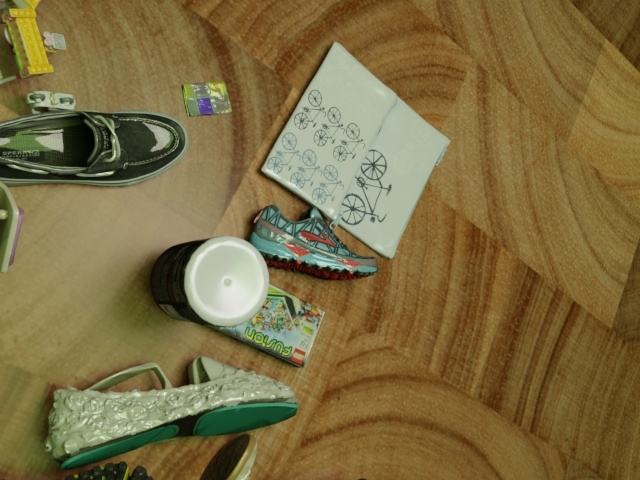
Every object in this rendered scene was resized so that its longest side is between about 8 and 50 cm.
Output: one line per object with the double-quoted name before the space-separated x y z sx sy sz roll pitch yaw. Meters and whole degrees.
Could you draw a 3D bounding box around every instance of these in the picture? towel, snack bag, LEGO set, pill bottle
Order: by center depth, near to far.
"LEGO set" -0.456 -0.335 1.044 0.132 0.107 0.287 12 72 -63
"pill bottle" -0.185 0.063 1.052 0.130 0.245 0.130 2 86 -29
"towel" -0.200 -0.251 1.208 0.083 0.009 0.060 -11 92 -30
"snack bag" 0.085 -0.168 1.345 0.342 0.037 0.323 36 69 -22

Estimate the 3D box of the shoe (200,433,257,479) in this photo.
"shoe" -0.167 0.424 1.132 0.058 0.076 0.219 41 75 -29

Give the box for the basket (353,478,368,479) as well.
"basket" -0.030 0.506 1.158 0.226 0.154 0.204 12 73 -24

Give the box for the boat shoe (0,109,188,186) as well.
"boat shoe" -0.353 -0.140 1.049 0.335 0.119 0.121 -14 92 -29

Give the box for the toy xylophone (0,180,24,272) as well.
"toy xylophone" -0.563 -0.062 0.893 0.322 0.081 0.236 1 127 -23

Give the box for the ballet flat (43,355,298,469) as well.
"ballet flat" -0.225 0.250 1.085 0.408 0.147 0.147 -4 88 -29

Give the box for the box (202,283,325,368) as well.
"box" -0.101 0.137 1.212 0.207 0.036 0.114 28 73 -24

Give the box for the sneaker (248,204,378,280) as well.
"sneaker" 0.000 0.000 1.244 0.261 0.104 0.125 15 76 -28

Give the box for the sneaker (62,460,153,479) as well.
"sneaker" -0.405 0.427 0.962 0.343 0.134 0.146 -4 129 -15
